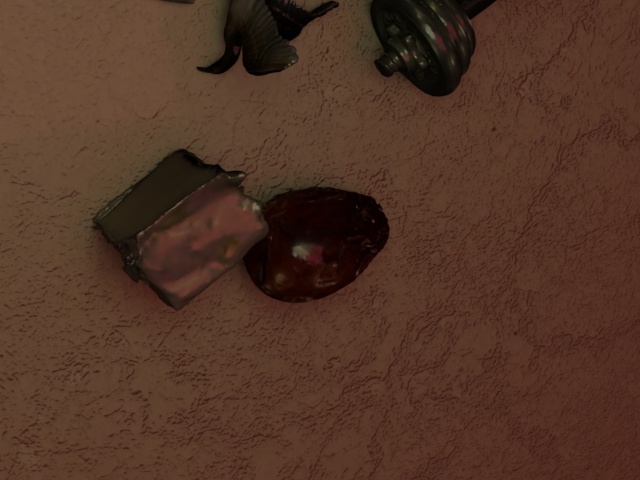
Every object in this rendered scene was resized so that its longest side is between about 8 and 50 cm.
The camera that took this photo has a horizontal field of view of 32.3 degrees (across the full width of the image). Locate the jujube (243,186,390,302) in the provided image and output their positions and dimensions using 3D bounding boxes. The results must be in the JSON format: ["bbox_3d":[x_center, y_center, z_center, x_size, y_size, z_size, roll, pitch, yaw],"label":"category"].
[{"bbox_3d":[0.000,0.000,1.596,0.236,0.168,0.168,-18,116,-41],"label":"jujube"}]

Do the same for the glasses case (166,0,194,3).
[{"bbox_3d":[-0.167,-0.445,1.387,0.128,0.083,0.308,15,100,-31],"label":"glasses case"}]

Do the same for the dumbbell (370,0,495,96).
[{"bbox_3d":[0.242,-0.361,1.583,0.406,0.179,0.179,-38,121,-11],"label":"dumbbell"}]

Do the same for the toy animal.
[{"bbox_3d":[-0.094,-0.301,1.469,0.272,0.197,0.160,-42,114,-61],"label":"toy animal"}]

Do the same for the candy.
[{"bbox_3d":[-0.185,-0.017,1.473,0.195,0.185,0.137,-40,117,-10],"label":"candy"}]
